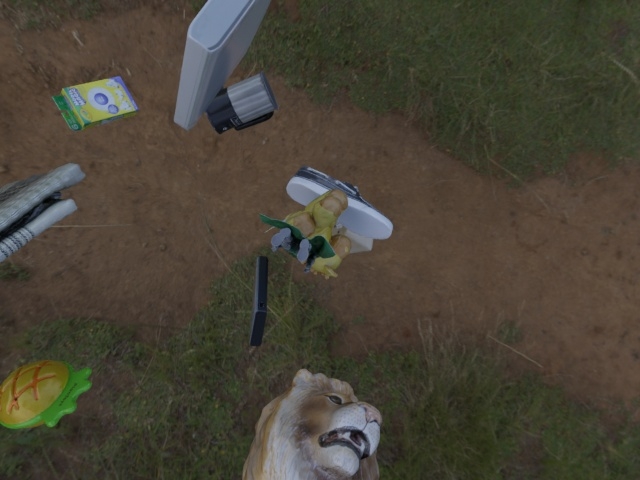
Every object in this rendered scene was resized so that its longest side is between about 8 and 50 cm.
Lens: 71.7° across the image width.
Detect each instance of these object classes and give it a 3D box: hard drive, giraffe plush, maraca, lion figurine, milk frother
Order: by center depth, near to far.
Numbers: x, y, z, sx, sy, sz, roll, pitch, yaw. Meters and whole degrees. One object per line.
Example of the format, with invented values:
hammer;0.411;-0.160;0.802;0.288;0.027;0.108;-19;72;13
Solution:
lion figurine;0.054;0.311;0.345;0.142;0.240;0.392;-25;106;24
hard drive;-0.138;-0.289;0.645;0.040;0.308;0.202;34;76;-17
maraca;-0.476;0.264;0.763;0.186;0.127;0.099;-5;134;23
hard drive;-0.110;0.107;0.796;0.022;0.135;0.094;6;129;-10
milk frother;-0.173;-0.311;0.927;0.135;0.129;0.143;-20;94;6
giraffe plush;0.000;0.000;1.037;0.210;0.181;0.170;-28;100;23

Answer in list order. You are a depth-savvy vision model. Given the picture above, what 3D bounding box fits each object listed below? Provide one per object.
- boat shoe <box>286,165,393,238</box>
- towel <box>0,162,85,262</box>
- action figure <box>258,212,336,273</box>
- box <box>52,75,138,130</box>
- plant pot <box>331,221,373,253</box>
boat shoe;0.063;-0.107;1.178;0.302;0.108;0.102;25;59;8
towel;-0.516;0.011;0.642;0.324;0.313;0.056;-56;129;-36
action figure;-0.042;0.013;0.805;0.137;0.232;0.063;32;85;4
box;-0.588;-0.360;1.163;0.179;0.043;0.105;-34;99;-37
plant pot;0.093;-0.029;1.354;0.096;0.109;0.109;24;69;-34
